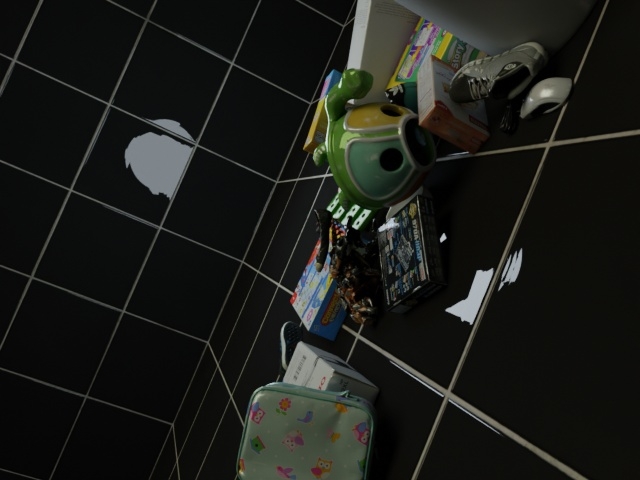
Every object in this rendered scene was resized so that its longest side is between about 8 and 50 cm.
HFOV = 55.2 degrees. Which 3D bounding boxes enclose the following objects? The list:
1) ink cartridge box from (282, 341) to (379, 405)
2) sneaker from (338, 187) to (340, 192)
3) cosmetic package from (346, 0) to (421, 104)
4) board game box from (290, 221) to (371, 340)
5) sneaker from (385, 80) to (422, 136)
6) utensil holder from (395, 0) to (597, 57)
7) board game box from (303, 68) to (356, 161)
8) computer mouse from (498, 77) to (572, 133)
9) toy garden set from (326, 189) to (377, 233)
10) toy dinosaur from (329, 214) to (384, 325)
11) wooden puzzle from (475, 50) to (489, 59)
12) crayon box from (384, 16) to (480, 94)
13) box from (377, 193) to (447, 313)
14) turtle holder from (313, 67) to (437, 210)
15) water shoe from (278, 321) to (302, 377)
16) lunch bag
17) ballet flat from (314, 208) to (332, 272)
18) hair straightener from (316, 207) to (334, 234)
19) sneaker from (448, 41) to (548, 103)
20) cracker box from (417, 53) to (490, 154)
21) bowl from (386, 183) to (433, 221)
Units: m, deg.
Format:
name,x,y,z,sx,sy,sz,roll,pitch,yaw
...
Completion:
name,x,y,z,sx,sy,sz,roll,pitch,yaw
ink cartridge box,-0.003,0.397,1.477,0.223,0.129,0.307,-67,16,-4
sneaker,0.132,-0.143,1.935,0.128,0.087,0.221,-48,35,27
cosmetic package,0.203,-0.606,1.935,0.155,0.196,0.366,-127,46,-67
board game box,0.033,0.107,1.851,0.302,0.086,0.308,-65,16,4
sneaker,0.205,-0.294,1.635,0.302,0.120,0.108,94,166,-48
utensil holder,0.348,-0.583,1.275,0.328,0.385,0.328,-57,18,30
board game box,0.096,-0.394,2.076,0.064,0.242,0.317,-36,34,58
computer mouse,0.424,-0.284,1.228,0.106,0.042,0.193,-69,16,-13
toy garden set,0.130,-0.125,1.793,0.204,0.049,0.244,-54,26,3
toy dinosaur,0.079,0.059,1.591,0.322,0.164,0.218,50,132,25
wooden puzzle,0.413,-0.461,1.572,0.116,0.014,0.078,-62,12,15
crayon box,0.349,-0.556,1.737,0.363,0.106,0.313,-64,19,9
box,0.202,0.033,1.387,0.175,0.051,0.220,-46,40,50
turtle holder,0.141,-0.239,1.465,0.227,0.243,0.321,-12,87,45
water shoe,-0.109,0.352,1.986,0.080,0.072,0.203,-58,17,35
lunch bag,-0.018,0.408,1.253,0.108,0.279,0.224,51,-131,-75
ballet flat,0.000,0.000,1.651,0.057,0.049,0.173,122,154,-81
hair straightener,0.054,-0.100,2.174,0.230,0.047,0.089,-50,22,33
sneaker,0.347,-0.325,1.265,0.228,0.086,0.132,-20,27,45
cracker box,0.311,-0.324,1.445,0.067,0.155,0.232,-50,23,41
bowl,0.231,-0.081,1.543,0.142,0.053,0.142,-62,16,16
